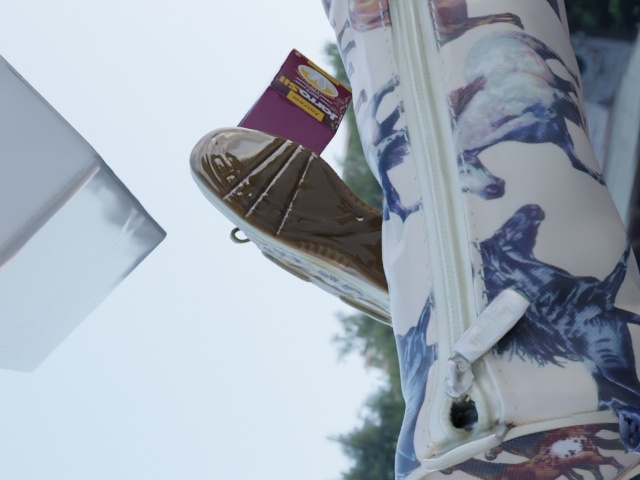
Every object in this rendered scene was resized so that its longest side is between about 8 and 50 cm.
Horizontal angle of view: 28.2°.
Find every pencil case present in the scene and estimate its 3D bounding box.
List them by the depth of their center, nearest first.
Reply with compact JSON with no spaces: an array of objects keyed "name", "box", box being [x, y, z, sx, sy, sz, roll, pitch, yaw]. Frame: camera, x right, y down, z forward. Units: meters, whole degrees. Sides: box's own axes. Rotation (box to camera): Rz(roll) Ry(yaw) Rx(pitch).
[{"name":"pencil case","box":[0.094,-0.044,0.766,0.183,0.160,0.410,45,-148,-61]}]

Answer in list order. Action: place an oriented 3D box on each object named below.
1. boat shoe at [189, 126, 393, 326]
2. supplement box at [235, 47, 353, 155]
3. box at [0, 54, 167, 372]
[{"name":"boat shoe","box":[0.000,0.000,1.155,0.104,0.285,0.089,-49,-13,-31]},{"name":"supplement box","box":[-0.030,-0.162,1.607,0.081,0.104,0.188,-51,8,23]},{"name":"box","box":[-0.259,-0.041,0.906,0.168,0.215,0.345,-46,-6,-6]}]
